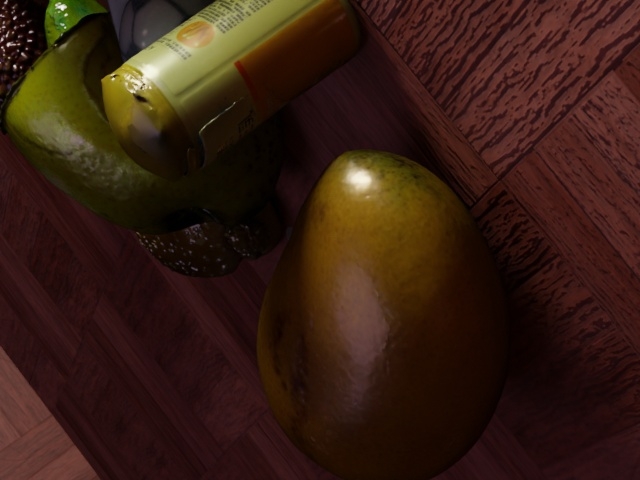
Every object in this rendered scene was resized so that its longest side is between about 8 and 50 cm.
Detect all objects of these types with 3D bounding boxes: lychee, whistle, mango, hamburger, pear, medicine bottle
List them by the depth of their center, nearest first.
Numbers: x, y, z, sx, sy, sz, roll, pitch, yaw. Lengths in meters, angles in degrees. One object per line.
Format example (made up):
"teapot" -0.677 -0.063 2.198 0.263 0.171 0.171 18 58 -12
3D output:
"medicine bottle" -0.083 -0.152 1.484 0.124 0.239 0.124 44 160 20
"mango" 0.061 0.078 1.568 0.264 0.221 0.378 44 148 34
"whistle" -0.130 -0.231 1.601 0.163 0.163 0.290 22 131 53
"pear" -0.175 -0.112 1.736 0.255 0.238 0.164 52 152 10
"hamburger" -0.145 -0.042 1.936 0.215 0.122 0.189 16 135 54
"mango" -0.268 -0.217 1.958 0.119 0.100 0.178 21 137 66
"lychee" -0.409 -0.238 2.121 0.188 0.188 0.188 44 156 25

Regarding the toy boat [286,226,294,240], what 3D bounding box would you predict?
"toy boat" -0.006 -0.001 1.826 0.105 0.034 0.149 29 148 43
